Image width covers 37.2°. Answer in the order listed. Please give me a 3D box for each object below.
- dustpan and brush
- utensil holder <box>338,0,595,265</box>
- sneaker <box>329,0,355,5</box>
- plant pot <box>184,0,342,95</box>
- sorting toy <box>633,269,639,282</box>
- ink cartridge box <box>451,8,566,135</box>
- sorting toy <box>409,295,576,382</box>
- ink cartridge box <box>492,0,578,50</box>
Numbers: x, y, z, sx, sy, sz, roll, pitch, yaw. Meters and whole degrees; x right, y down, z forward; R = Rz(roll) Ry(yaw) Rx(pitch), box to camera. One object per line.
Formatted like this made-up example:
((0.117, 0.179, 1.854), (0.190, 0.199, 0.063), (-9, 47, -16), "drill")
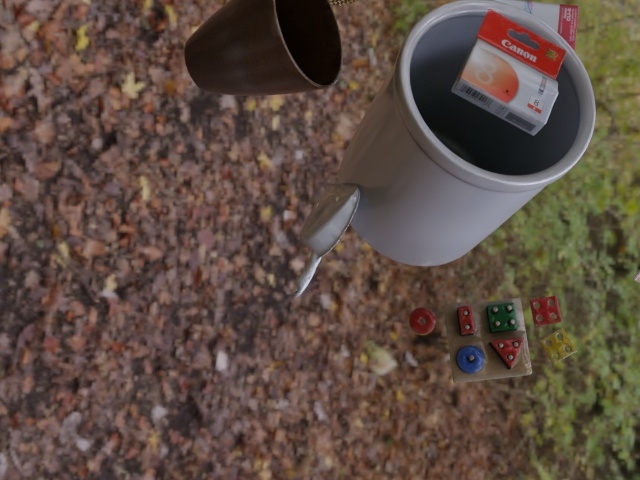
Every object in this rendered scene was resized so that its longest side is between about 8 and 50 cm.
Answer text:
((0.000, 0.000, 1.677), (0.060, 0.147, 0.211), (40, 80, -19), "dustpan and brush")
((0.227, -0.160, 1.614), (0.385, 0.328, 0.327), (122, -11, -63), "utensil holder")
((0.079, -0.519, 1.823), (0.069, 0.186, 0.083), (64, 3, -76), "sneaker")
((-0.114, -0.337, 1.648), (0.215, 0.230, 0.215), (32, 52, -52), "plant pot")
((0.615, 0.045, 1.760), (0.083, 0.012, 0.062), (-52, 146, 14), "sorting toy")
((0.294, -0.263, 1.428), (0.179, 0.145, 0.045), (-64, -177, -25), "ink cartridge box")
((0.292, 0.165, 1.605), (0.046, 0.275, 0.132), (74, 10, -76), "sorting toy")
((0.407, -0.404, 1.902), (0.128, 0.176, 0.127), (-134, -131, -87), "ink cartridge box")
